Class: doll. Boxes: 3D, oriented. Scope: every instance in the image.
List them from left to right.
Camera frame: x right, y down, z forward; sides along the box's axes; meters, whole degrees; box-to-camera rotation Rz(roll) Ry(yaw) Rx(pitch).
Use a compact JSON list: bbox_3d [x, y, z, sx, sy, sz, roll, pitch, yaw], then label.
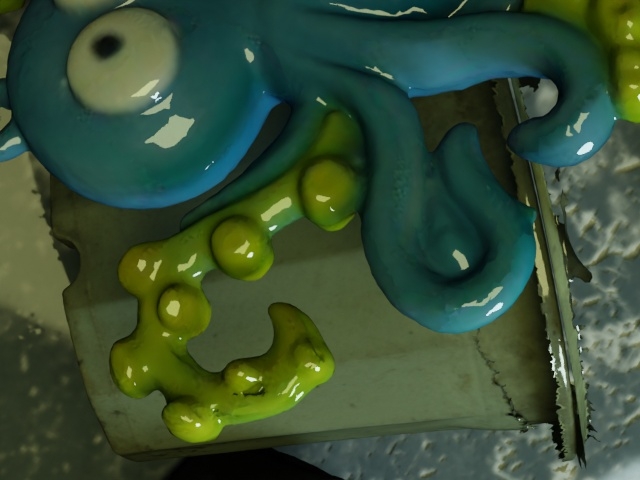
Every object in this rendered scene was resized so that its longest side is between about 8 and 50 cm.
[{"bbox_3d":[-0.020,-0.096,0.824,0.341,0.346,0.099,-22,149,12],"label":"doll"}]

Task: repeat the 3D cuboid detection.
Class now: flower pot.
[{"bbox_3d":[0.000,0.000,0.960,0.259,0.290,0.290,-10,108,4],"label":"flower pot"}]

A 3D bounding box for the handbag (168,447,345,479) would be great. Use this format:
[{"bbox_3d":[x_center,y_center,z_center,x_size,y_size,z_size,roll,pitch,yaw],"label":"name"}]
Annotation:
[{"bbox_3d":[-0.013,0.230,1.010,0.181,0.254,0.181,46,74,-17],"label":"handbag"}]
